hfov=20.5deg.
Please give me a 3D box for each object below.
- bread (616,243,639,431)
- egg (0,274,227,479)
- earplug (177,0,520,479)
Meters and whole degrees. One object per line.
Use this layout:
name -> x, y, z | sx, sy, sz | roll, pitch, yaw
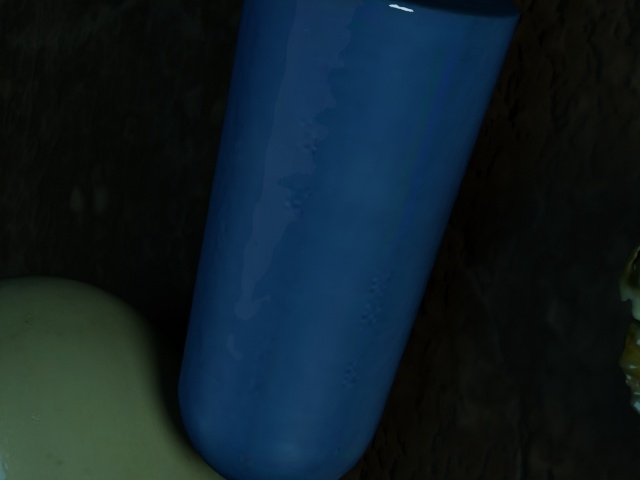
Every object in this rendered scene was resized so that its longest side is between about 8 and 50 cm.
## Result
bread -> 0.210, 0.060, 0.634 | 0.232, 0.088, 0.128 | 33, 120, 42
egg -> -0.146, 0.138, 0.995 | 0.188, 0.188, 0.254 | -44, 58, 40
earplug -> 0.000, 0.000, 0.881 | 0.132, 0.132, 0.273 | 34, 116, 49
